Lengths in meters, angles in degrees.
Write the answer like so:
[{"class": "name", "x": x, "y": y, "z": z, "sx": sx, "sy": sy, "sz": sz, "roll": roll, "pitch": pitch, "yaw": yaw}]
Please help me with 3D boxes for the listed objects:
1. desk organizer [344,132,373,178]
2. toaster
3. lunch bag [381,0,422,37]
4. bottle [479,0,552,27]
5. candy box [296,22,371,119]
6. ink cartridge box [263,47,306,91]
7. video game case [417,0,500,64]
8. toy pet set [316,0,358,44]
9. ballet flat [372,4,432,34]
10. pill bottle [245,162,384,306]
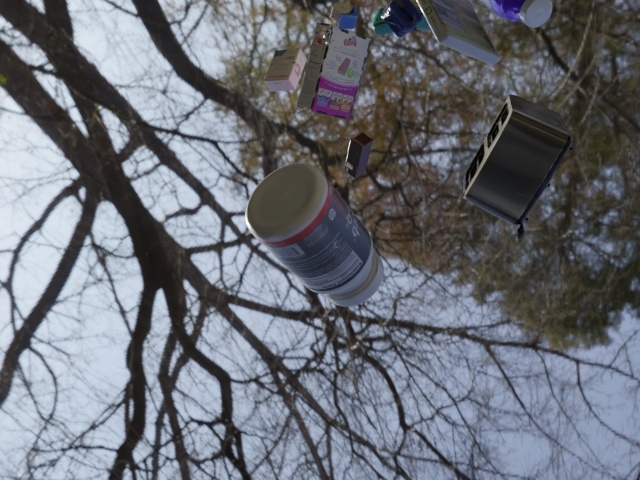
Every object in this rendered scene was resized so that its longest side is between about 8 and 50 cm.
[{"class": "desk organizer", "x": 0.112, "y": -0.249, "z": 1.941, "sx": 0.047, "sy": 0.130, "sz": 0.050, "roll": 40, "pitch": -125, "yaw": 22}, {"class": "toaster", "x": 0.314, "y": -0.127, "z": 1.062, "sx": 0.110, "sy": 0.168, "sz": 0.186, "roll": 25, "pitch": -152, "yaw": 1}, {"class": "lunch bag", "x": 0.215, "y": -0.583, "z": 1.721, "sx": 0.067, "sy": 0.098, "sz": 0.065, "roll": -45, "pitch": -173, "yaw": -16}, {"class": "bottle", "x": 0.416, "y": -0.566, "z": 1.484, "sx": 0.092, "sy": 0.118, "sz": 0.283, "roll": -28, "pitch": -137, "yaw": 3}, {"class": "candy box", "x": 0.037, "y": -0.466, "z": 1.831, "sx": 0.071, "sy": 0.159, "sz": 0.233, "roll": 28, "pitch": -73, "yaw": 42}, {"class": "ink cartridge box", "x": -0.104, "y": -0.504, "z": 1.955, "sx": 0.088, "sy": 0.052, "sz": 0.122, "roll": 4, "pitch": -119, "yaw": 28}, {"class": "video game case", "x": 0.236, "y": -0.422, "z": 1.209, "sx": 0.023, "sy": 0.212, "sz": 0.193, "roll": -34, "pitch": -110, "yaw": 35}, {"class": "toy pet set", "x": 0.061, "y": -0.554, "z": 1.699, "sx": 0.065, "sy": 0.114, "sz": 0.122, "roll": 38, "pitch": -122, "yaw": 9}, {"class": "ballet flat", "x": 0.271, "y": -0.662, "z": 1.933, "sx": 0.247, "sy": 0.083, "sz": 0.087, "roll": 0, "pitch": -105, "yaw": 18}, {"class": "pill bottle", "x": 0.000, "y": 0.000, "z": 1.580, "sx": 0.210, "sy": 0.363, "sz": 0.210, "roll": -18, "pitch": -131, "yaw": 22}]
